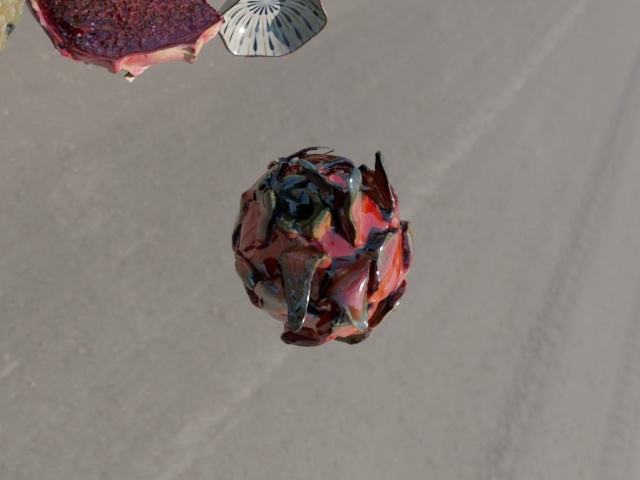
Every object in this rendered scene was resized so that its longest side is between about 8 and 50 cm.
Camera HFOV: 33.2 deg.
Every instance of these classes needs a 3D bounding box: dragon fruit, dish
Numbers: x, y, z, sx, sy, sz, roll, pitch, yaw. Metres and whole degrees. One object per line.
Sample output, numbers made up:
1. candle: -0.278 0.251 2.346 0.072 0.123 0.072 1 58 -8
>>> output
1. dragon fruit: 0.000 0.000 1.088 0.192 0.193 0.274 -45 142 -11
2. dragon fruit: -0.249 -0.258 1.190 0.274 0.126 0.161 44 70 10
3. dish: -0.085 -0.379 1.753 0.190 0.190 0.066 29 41 -55

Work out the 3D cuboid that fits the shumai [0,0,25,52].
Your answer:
1. shumai: -0.372 -0.255 1.041 0.161 0.153 0.210 -21 139 -54
